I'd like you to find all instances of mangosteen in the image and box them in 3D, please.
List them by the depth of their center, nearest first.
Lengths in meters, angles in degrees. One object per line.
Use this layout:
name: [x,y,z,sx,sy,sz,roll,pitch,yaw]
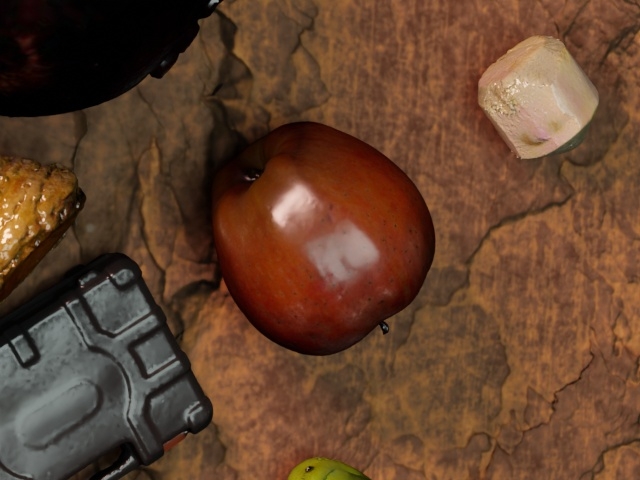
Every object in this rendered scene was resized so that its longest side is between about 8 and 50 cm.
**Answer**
mangosteen: [-0.272,-0.316,1.606,0.435,0.382,0.382,37,79,-17]

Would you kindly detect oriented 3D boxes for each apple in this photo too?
apple: [0.000,0.001,1.857,0.234,0.234,0.234,-3,97,-27]

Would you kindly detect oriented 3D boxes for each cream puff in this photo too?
cream puff: [-0.329,-0.033,1.732,0.169,0.183,0.183,41,76,-1]

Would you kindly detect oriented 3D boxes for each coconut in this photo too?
coconut: [0.239,-0.146,2.020,0.116,0.116,0.122,-46,108,-16]

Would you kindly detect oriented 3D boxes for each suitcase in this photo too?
suitcase: [-0.263,0.163,1.822,0.285,0.066,0.206,-33,109,-20]

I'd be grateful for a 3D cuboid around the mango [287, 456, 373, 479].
mango: [0.025,0.285,1.982,0.165,0.074,0.091,37,72,-38]
